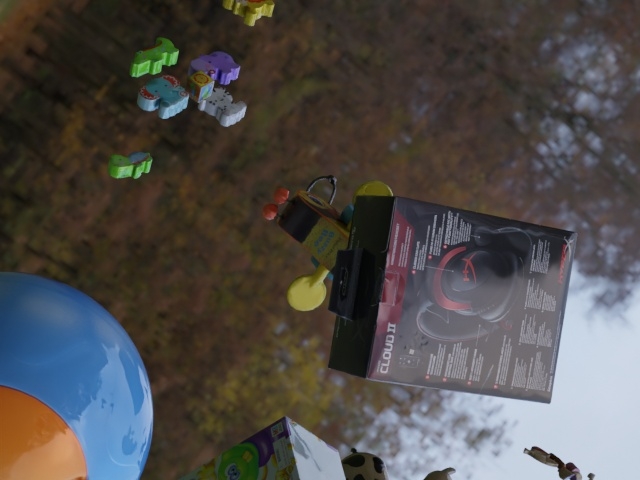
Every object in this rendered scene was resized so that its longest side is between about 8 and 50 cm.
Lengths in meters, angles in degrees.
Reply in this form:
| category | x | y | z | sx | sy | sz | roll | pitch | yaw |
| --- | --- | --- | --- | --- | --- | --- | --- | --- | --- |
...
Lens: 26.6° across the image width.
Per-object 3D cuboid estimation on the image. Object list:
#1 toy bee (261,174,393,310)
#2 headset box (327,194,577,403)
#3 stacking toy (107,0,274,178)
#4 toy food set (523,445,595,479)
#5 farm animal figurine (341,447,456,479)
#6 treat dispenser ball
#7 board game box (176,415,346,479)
| category | x | y | z | sx | sy | sz | roll | pitch | yaw |
| --- | --- | --- | --- | --- | --- | --- | --- | --- | --- |
| toy bee | 0.000 | 0.000 | 1.805 | 0.298 | 0.162 | 0.195 | 18 | -92 | 48 |
| headset box | 0.148 | 0.069 | 1.633 | 0.110 | 0.293 | 0.218 | 5 | -94 | 64 |
| stacking toy | -0.147 | -0.174 | 1.475 | 0.221 | 0.052 | 0.167 | -36 | 155 | -41 |
| toy food set | 0.397 | 0.378 | 2.261 | 0.019 | 0.122 | 0.078 | -67 | 164 | 11 |
| farm animal figurine | 0.114 | 0.431 | 2.072 | 0.330 | 0.172 | 0.327 | -23 | -143 | -20 |
| treat dispenser ball | -0.307 | 0.174 | 1.316 | 0.288 | 0.288 | 0.288 | -48 | -167 | 15 |
| board game box | -0.107 | 0.395 | 1.931 | 0.275 | 0.144 | 0.142 | -33 | -134 | 17 |
